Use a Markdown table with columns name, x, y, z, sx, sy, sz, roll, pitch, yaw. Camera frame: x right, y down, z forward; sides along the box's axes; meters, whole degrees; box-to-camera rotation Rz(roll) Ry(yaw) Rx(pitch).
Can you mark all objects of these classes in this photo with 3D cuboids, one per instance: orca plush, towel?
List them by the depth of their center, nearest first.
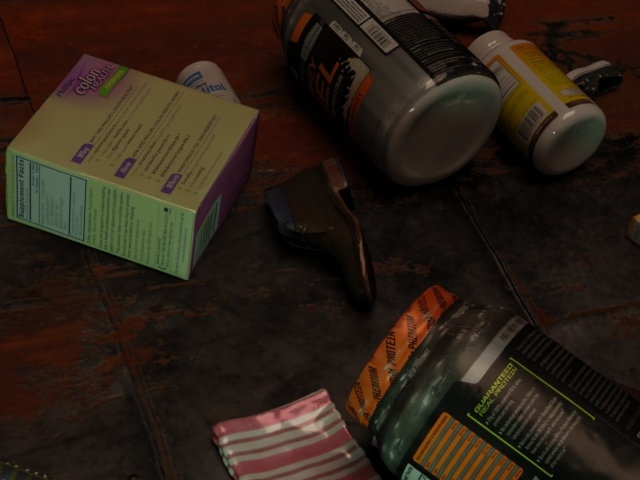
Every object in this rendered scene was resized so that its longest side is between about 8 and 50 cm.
| name | x | y | z | sx | sy | sz | roll | pitch | yaw |
| --- | --- | --- | --- | --- | --- | --- | --- | --- | --- |
| towel | -0.012 | 0.248 | 1.487 | 0.144 | 0.029 | 0.197 | -16 | 49 | -25 |
| orca plush | 0.138 | -0.395 | 2.145 | 0.287 | 0.151 | 0.102 | 4 | 12 | -3 |

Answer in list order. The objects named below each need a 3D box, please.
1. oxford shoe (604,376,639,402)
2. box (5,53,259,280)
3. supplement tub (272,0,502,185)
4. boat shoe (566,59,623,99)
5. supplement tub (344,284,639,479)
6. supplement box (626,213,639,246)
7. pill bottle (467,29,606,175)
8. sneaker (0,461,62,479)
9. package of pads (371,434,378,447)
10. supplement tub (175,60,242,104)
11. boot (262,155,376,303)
| name | x | y | z | sx | sy | sz | roll | pitch | yaw |
| --- | --- | --- | --- | --- | --- | --- | --- | --- | --- |
| oxford shoe | 0.380 | 0.199 | 1.567 | 0.271 | 0.098 | 0.097 | 26 | 45 | 16 |
| box | -0.228 | -0.094 | 1.739 | 0.243 | 0.117 | 0.213 | 19 | 44 | 7 |
| supplement tub | 0.079 | -0.234 | 1.893 | 0.193 | 0.194 | 0.316 | -19 | 50 | -28 |
| boat shoe | 0.385 | -0.223 | 2.050 | 0.142 | 0.049 | 0.040 | -28 | 56 | -37 |
| supplement tub | 0.205 | 0.205 | 1.418 | 0.338 | 0.207 | 0.207 | 37 | 48 | 13 |
| supplement box | 0.455 | -0.001 | 1.838 | 0.062 | 0.036 | 0.098 | -26 | 55 | -32 |
| pill bottle | 0.286 | -0.195 | 1.949 | 0.117 | 0.117 | 0.215 | -17 | 50 | -26 |
| sneaker | -0.291 | 0.259 | 1.400 | 0.192 | 0.064 | 0.086 | 38 | 42 | 25 |
| package of pads | 0.102 | 0.217 | 1.541 | 0.083 | 0.032 | 0.050 | 26 | 43 | 15 |
| supplement tub | -0.144 | -0.180 | 1.880 | 0.071 | 0.071 | 0.107 | -12 | 48 | -23 |
| boot | 0.000 | 0.000 | 1.737 | 0.106 | 0.082 | 0.219 | -17 | 51 | 2 |
